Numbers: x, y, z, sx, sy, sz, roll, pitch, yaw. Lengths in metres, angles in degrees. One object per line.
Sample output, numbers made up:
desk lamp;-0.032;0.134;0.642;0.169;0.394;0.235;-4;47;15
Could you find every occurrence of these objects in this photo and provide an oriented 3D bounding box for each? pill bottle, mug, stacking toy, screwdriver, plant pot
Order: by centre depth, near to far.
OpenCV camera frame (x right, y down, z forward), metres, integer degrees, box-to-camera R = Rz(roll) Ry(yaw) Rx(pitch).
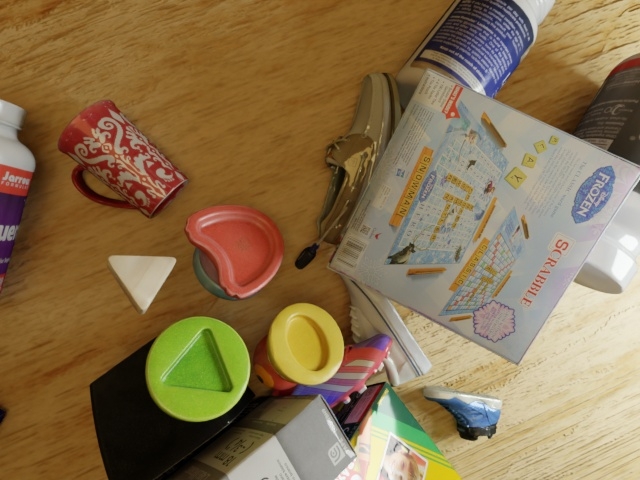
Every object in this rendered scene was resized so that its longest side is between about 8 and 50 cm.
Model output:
pill bottle;-0.545;-0.058;0.631;0.181;0.181;0.323;16;90;-6
stacking toy;-0.150;0.117;0.651;0.279;0.130;0.309;-19;73;-36
plant pot;-0.241;0.250;0.678;0.188;0.187;0.167;-36;81;-3
mug;-0.317;-0.118;0.706;0.169;0.150;0.113;42;51;-9
screwdriver;0.000;0.000;0.711;0.024;0.170;0.025;33;47;-7
pill bottle;0.256;-0.321;0.717;0.153;0.153;0.265;38;88;-5
pill bottle;0.507;-0.107;0.719;0.210;0.210;0.363;32;88;-6

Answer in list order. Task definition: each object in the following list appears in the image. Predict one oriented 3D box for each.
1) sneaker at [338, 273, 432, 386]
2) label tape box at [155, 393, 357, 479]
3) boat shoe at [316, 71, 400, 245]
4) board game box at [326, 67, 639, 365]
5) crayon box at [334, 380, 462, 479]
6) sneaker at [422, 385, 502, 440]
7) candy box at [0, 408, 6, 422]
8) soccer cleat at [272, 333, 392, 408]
sneaker;0.089;0.144;0.744;0.091;0.094;0.258;-35;93;-1
label tape box;-0.147;0.351;0.581;0.333;0.240;0.106;-30;88;-36
boat shoe;0.061;-0.136;0.723;0.103;0.113;0.302;6;92;-11
board game box;0.220;-0.030;0.630;0.318;0.066;0.319;28;103;5
crayon box;0.083;0.462;0.646;0.313;0.106;0.363;52;47;-4
sneaker;0.255;0.318;0.782;0.152;0.058;0.084;13;82;-12
candy box;-0.725;0.319;0.654;0.317;0.122;0.268;31;89;-4
soccer cleat;0.016;0.226;0.713;0.095;0.083;0.248;45;114;9
